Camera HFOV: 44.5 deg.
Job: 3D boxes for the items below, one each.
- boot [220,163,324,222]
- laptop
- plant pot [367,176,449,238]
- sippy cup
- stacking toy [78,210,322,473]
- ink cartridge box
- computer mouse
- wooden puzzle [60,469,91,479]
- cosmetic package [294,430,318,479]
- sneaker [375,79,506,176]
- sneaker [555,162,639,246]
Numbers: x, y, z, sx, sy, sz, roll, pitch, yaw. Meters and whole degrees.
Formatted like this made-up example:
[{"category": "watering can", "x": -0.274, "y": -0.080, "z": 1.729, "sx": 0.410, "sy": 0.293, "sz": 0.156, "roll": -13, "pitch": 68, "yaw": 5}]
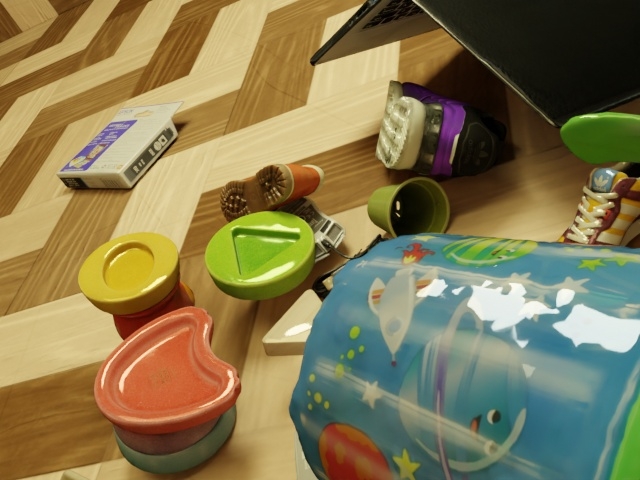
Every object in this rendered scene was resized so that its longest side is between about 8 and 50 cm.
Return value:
[{"category": "boot", "x": -0.064, "y": -0.060, "z": 1.005, "sx": 0.084, "sy": 0.059, "sz": 0.158, "roll": -14, "pitch": -2, "yaw": -43}, {"category": "laptop", "x": 0.260, "y": -0.244, "z": 0.987, "sx": 0.382, "sy": 0.236, "sz": 0.408, "roll": -21, "pitch": 0, "yaw": -24}, {"category": "plant pot", "x": 0.096, "y": -0.035, "z": 0.920, "sx": 0.083, "sy": 0.083, "sz": 0.079, "roll": -41, "pitch": 22, "yaw": -15}, {"category": "sippy cup", "x": 0.115, "y": 0.096, "z": 0.419, "sx": 0.224, "sy": 0.240, "sz": 0.305, "roll": 16, "pitch": 46, "yaw": 40}, {"category": "stacking toy", "x": -0.118, "y": 0.110, "z": 0.895, "sx": 0.279, "sy": 0.130, "sz": 0.309, "roll": -16, "pitch": 41, "yaw": -6}, {"category": "ink cartridge box", "x": -0.372, "y": -0.181, "z": 1.491, "sx": 0.206, "sy": 0.045, "sz": 0.208, "roll": 3, "pitch": 48, "yaw": 41}, {"category": "computer mouse", "x": 0.000, "y": 0.000, "z": 0.975, "sx": 0.106, "sy": 0.042, "sz": 0.193, "roll": -42, "pitch": 40, "yaw": -7}, {"category": "wooden puzzle", "x": -0.267, "y": 0.343, "z": 0.738, "sx": 0.221, "sy": 0.044, "sz": 0.239, "roll": 6, "pitch": 49, "yaw": 42}, {"category": "cosmetic package", "x": 0.112, "y": 0.172, "z": 0.589, "sx": 0.238, "sy": 0.127, "sz": 0.107, "roll": -23, "pitch": 36, "yaw": 14}, {"category": "sneaker", "x": 0.153, "y": -0.131, "z": 0.979, "sx": 0.146, "sy": 0.102, "sz": 0.293, "roll": 10, "pitch": 18, "yaw": -3}, {"category": "sneaker", "x": 0.268, "y": -0.024, "z": 0.753, "sx": 0.185, "sy": 0.084, "sz": 0.069, "roll": -43, "pitch": 35, "yaw": -18}]
